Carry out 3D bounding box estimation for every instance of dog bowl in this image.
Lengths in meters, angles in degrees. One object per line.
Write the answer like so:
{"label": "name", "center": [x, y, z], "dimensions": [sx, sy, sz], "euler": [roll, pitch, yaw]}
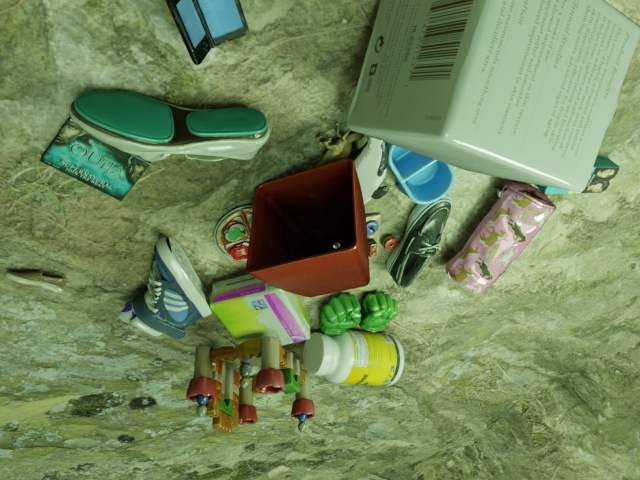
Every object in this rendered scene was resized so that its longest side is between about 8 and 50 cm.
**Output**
{"label": "dog bowl", "center": [0.259, -0.209, 1.276], "dimensions": [0.166, 0.074, 0.297], "euler": [-33, 134, 10]}

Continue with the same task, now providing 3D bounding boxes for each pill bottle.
{"label": "pill bottle", "center": [0.115, 0.413, 1.702], "dimensions": [0.333, 0.188, 0.188], "euler": [13, 125, -29]}

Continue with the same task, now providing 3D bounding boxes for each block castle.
{"label": "block castle", "center": [-0.209, 0.489, 1.541], "dimensions": [0.303, 0.213, 0.453], "euler": [-9, 148, 9]}

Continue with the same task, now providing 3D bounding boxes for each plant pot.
{"label": "plant pot", "center": [0.000, 0.000, 1.198], "dimensions": [0.267, 0.267, 0.236], "euler": [-14, 141, 19]}

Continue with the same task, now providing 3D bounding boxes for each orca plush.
{"label": "orca plush", "center": [0.107, -0.203, 1.219], "dimensions": [0.151, 0.102, 0.287], "euler": [7, 139, 8]}

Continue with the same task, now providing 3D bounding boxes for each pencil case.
{"label": "pencil case", "center": [0.555, -0.005, 1.515], "dimensions": [0.160, 0.167, 0.386], "euler": [-18, 143, -49]}

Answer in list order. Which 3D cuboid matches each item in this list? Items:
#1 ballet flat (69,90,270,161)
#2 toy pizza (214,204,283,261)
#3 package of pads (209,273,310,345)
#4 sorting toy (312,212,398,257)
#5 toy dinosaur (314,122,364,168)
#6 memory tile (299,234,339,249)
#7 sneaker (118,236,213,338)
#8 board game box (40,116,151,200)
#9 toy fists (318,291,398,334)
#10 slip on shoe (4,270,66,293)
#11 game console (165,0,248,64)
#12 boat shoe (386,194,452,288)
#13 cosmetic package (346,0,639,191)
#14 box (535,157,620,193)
{"label": "ballet flat", "center": [-0.309, -0.221, 1.026], "dimensions": [0.400, 0.139, 0.139], "euler": [-1, 130, -21]}
{"label": "toy pizza", "center": [-0.188, -0.011, 1.313], "dimensions": [0.201, 0.032, 0.201], "euler": [-11, 133, -11]}
{"label": "package of pads", "center": [-0.179, 0.220, 1.451], "dimensions": [0.229, 0.101, 0.296], "euler": [-14, 136, 9]}
{"label": "sorting toy", "center": [0.111, -0.001, 1.404], "dimensions": [0.274, 0.046, 0.132], "euler": [-12, 125, -19]}
{"label": "toy dinosaur", "center": [0.033, -0.227, 1.189], "dimensions": [0.183, 0.053, 0.092], "euler": [-37, 134, 14]}
{"label": "memory tile", "center": [0.011, 0.006, 1.396], "dimensions": [0.148, 0.012, 0.113], "euler": [-25, 128, -11]}
{"label": "sneaker", "center": [-0.446, 0.148, 1.290], "dimensions": [0.236, 0.130, 0.323], "euler": [-22, 140, -6]}
{"label": "board game box", "center": [-0.489, -0.176, 1.055], "dimensions": [0.126, 0.026, 0.186], "euler": [-43, 131, 20]}
{"label": "toy fists", "center": [0.132, 0.246, 1.623], "dimensions": [0.279, 0.096, 0.142], "euler": [0, 129, -19]}
{"label": "slip on shoe", "center": [-0.712, 0.095, 1.208], "dimensions": [0.135, 0.051, 0.041], "euler": [22, 80, -26]}
{"label": "game console", "center": [-0.209, -0.425, 0.900], "dimensions": [0.085, 0.124, 0.144], "euler": [-2, 136, 17]}
{"label": "boat shoe", "center": [0.315, 0.010, 1.462], "dimensions": [0.121, 0.119, 0.335], "euler": [4, 129, -24]}
{"label": "cosmetic package", "center": [0.327, -0.317, 0.959], "dimensions": [0.393, 0.327, 0.329], "euler": [12, 98, -29]}
{"label": "box", "center": [0.797, -0.201, 1.495], "dimensions": [0.244, 0.060, 0.101], "euler": [-3, 131, -18]}
